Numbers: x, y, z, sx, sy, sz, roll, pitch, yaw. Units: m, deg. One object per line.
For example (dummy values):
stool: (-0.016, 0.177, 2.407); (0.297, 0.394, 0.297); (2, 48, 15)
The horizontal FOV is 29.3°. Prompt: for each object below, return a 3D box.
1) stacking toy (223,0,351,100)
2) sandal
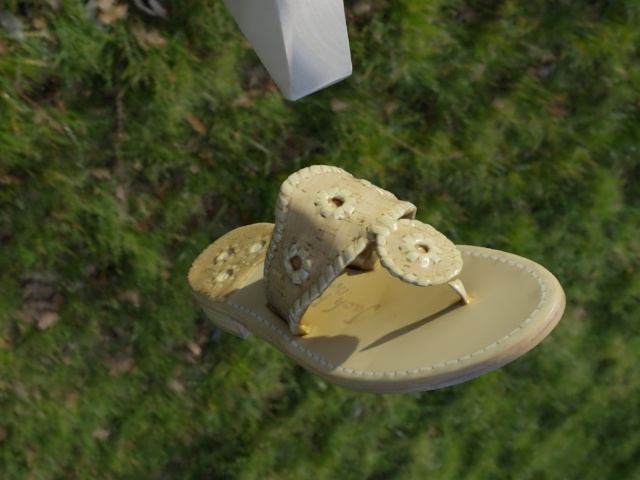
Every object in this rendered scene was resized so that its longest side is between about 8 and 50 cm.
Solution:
stacking toy: (-0.025, -0.224, 0.367); (0.130, 0.279, 0.309); (-27, 144, -18)
sandal: (-0.004, 0.004, 0.558); (0.088, 0.240, 0.079); (-46, 118, -24)
